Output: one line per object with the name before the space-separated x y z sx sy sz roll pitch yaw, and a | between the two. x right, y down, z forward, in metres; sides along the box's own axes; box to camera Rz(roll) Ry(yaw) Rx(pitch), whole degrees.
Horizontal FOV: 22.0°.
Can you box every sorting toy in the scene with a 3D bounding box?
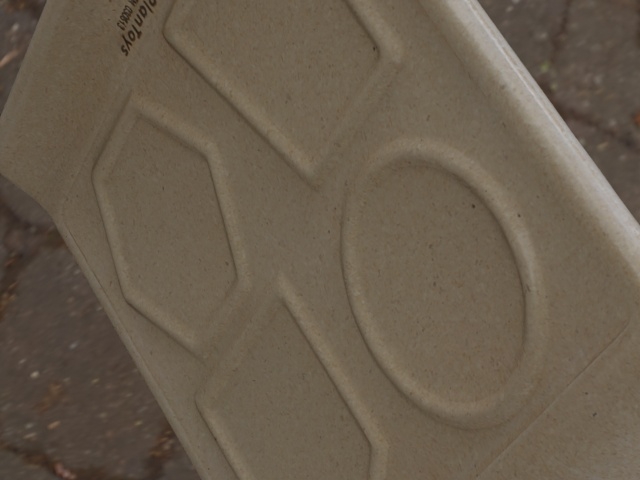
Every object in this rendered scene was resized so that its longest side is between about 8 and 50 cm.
sorting toy | 0.000 0.000 0.429 0.038 0.193 0.208 -23 69 -38
